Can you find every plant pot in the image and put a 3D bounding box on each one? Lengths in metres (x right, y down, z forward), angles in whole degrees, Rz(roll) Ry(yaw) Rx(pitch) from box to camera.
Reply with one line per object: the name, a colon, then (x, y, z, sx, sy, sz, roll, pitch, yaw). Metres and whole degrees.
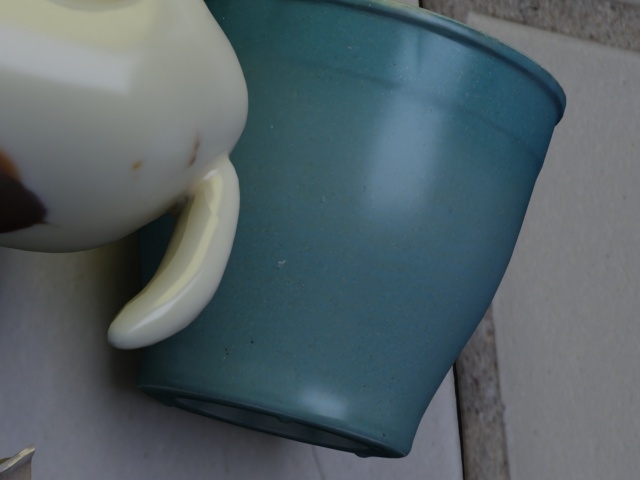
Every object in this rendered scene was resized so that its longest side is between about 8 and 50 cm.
plant pot: (0.000, 0.000, 1.177, 0.271, 0.271, 0.255, 21, 78, -35)

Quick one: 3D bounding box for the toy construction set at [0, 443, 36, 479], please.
toy construction set: (-0.283, 0.116, 0.829, 0.309, 0.237, 0.257, -7, 64, -25)

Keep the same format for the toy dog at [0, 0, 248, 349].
toy dog: (-0.267, -0.095, 0.964, 0.408, 0.284, 0.395, -14, 84, -36)
